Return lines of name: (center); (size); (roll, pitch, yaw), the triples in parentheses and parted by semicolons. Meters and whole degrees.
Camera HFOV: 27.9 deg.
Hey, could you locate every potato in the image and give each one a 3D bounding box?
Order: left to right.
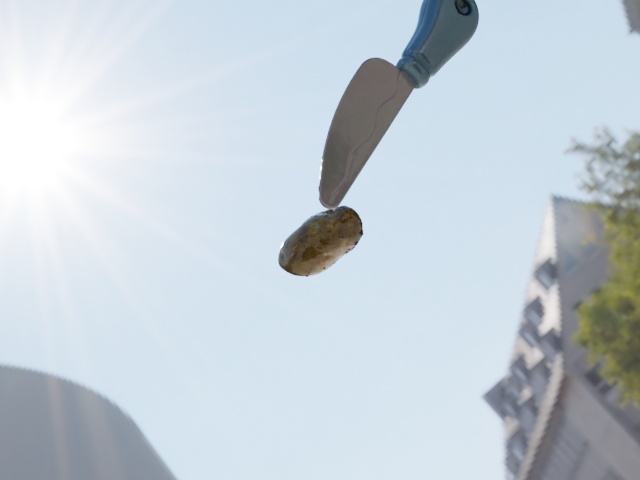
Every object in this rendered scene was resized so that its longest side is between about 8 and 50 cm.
potato: (0.000, 0.000, 1.068); (0.083, 0.040, 0.051); (-35, -42, 28)

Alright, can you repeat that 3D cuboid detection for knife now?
knife: (0.054, -0.123, 1.020); (0.032, 0.058, 0.244); (-11, 34, 53)
